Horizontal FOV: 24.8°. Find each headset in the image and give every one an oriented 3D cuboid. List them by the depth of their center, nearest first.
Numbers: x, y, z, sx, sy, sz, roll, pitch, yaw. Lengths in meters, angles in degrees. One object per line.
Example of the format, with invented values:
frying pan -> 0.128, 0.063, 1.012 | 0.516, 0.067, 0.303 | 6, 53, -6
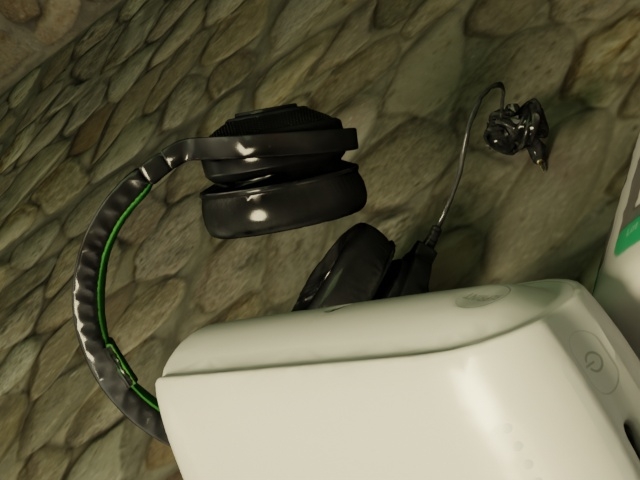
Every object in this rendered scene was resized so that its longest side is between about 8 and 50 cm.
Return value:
headset -> 0.000, 0.000, 1.128 | 0.394, 0.243, 0.185 | -30, 6, 0

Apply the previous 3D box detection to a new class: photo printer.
photo printer -> 0.065, 0.151, 0.748 | 0.107, 0.256, 0.307 | -28, 11, -38

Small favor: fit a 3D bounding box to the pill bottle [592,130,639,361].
pill bottle -> 0.278, -0.062, 0.776 | 0.204, 0.204, 0.361 | -19, 37, 44
